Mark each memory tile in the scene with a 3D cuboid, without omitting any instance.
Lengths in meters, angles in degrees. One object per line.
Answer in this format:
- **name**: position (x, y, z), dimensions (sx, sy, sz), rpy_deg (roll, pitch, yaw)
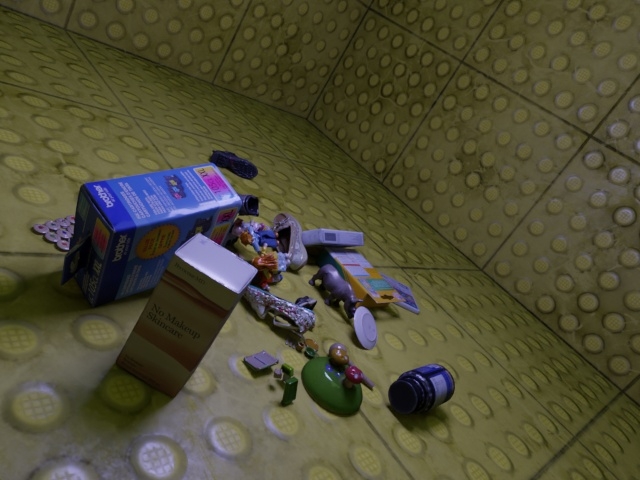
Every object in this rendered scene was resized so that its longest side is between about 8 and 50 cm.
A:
- **memory tile**: position (-0.649, -0.021, 1.275), dimensions (0.113, 0.012, 0.148), rpy_deg (35, 21, 4)

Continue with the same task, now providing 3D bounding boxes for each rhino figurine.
- **rhino figurine**: position (0.063, 0.179, 1.699), dimensions (0.073, 0.106, 0.243), rpy_deg (5, 34, -49)

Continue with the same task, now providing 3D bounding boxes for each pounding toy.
- **pounding toy**: position (0.066, 0.349, 1.330), dimensions (0.183, 0.110, 0.237), rpy_deg (39, 23, 16)

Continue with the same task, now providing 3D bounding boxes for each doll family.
- **doll family**: position (-0.187, 0.024, 1.570), dimensions (0.163, 0.118, 0.263), rpy_deg (-2, 66, -56)

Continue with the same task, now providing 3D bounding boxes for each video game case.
- **video game case**: position (0.313, 0.215, 2.087), dimensions (0.201, 0.023, 0.183), rpy_deg (27, 22, -17)

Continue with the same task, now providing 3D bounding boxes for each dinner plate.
- **dinner plate**: position (0.154, 0.285, 1.617), dimensions (0.141, 0.017, 0.141), rpy_deg (33, 48, -46)

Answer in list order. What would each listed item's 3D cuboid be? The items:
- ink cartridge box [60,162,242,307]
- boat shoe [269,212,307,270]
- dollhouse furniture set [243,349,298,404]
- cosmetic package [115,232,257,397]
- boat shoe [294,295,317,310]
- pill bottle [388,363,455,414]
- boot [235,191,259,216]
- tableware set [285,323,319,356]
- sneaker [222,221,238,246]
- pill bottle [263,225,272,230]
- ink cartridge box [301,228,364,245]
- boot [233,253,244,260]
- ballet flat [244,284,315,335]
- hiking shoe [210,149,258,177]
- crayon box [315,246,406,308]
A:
- **ink cartridge box**: position (-0.412, -0.012, 1.146), dimensions (0.395, 0.270, 0.151), rpy_deg (-18, 60, -45)
- **boat shoe**: position (-0.125, -0.014, 1.822), dimensions (0.089, 0.104, 0.285), rpy_deg (35, 20, -42)
- **dollhouse furniture set**: position (-0.120, 0.336, 1.222), dimensions (0.151, 0.059, 0.076), rpy_deg (23, 21, 34)
- **cosmetic package**: position (-0.276, 0.155, 1.017), dimensions (0.153, 0.296, 0.129), rpy_deg (32, 20, -2)
- **boat shoe**: position (-0.059, 0.206, 1.553), dimensions (0.049, 0.056, 0.152), rpy_deg (30, 8, 17)
- **pill bottle**: position (0.294, 0.435, 1.442), dimensions (0.219, 0.123, 0.123), rpy_deg (4, 35, -50)
- **boot**: position (-0.322, -0.121, 1.517), dimensions (0.222, 0.118, 0.338), rpy_deg (5, 8, 11)
- **tableware set**: position (-0.044, 0.280, 1.447), dimensions (0.104, 0.024, 0.154), rpy_deg (31, 21, -5)
- **sneaker**: position (-0.380, -0.025, 1.582), dimensions (0.118, 0.107, 0.279), rpy_deg (22, 11, 28)
- **pill bottle**: position (-0.220, -0.035, 1.857), dimensions (0.043, 0.043, 0.083), rpy_deg (43, 23, 24)
- **ink cartridge box**: position (0.000, 0.000, 1.969), dimensions (0.239, 0.060, 0.275), rpy_deg (-9, -8, 38)
- **boot**: position (-0.361, 0.058, 1.404), dimensions (0.269, 0.089, 0.236), rpy_deg (27, 22, -12)
- **ballet flat**: position (-0.131, 0.200, 1.415), dimensions (0.241, 0.077, 0.091), rpy_deg (21, -25, 12)
- **hiking shoe**: position (-0.392, -0.366, 2.281), dimensions (0.227, 0.086, 0.114), rpy_deg (23, 27, -22)
- **crayon box**: position (0.152, 0.157, 1.905), dimensions (0.203, 0.083, 0.323), rpy_deg (5, 33, -49)
